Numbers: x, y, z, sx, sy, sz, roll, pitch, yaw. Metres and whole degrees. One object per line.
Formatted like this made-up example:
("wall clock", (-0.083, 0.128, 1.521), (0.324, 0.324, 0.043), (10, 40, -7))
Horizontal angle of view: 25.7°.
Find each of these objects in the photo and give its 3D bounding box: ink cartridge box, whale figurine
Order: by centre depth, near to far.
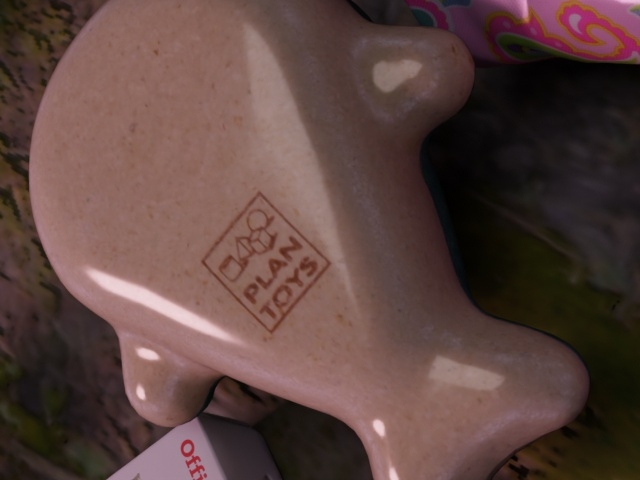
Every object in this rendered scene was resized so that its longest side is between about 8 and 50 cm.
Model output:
("whale figurine", (0.000, 0.000, 0.610), (0.272, 0.141, 0.216), (45, 107, 20))
("ink cartridge box", (-0.071, 0.149, 0.645), (0.122, 0.052, 0.088), (-38, 59, 15))

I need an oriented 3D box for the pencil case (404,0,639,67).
("pencil case", (0.157, -0.121, 0.531), (0.284, 0.124, 0.124), (6, 78, 43))
